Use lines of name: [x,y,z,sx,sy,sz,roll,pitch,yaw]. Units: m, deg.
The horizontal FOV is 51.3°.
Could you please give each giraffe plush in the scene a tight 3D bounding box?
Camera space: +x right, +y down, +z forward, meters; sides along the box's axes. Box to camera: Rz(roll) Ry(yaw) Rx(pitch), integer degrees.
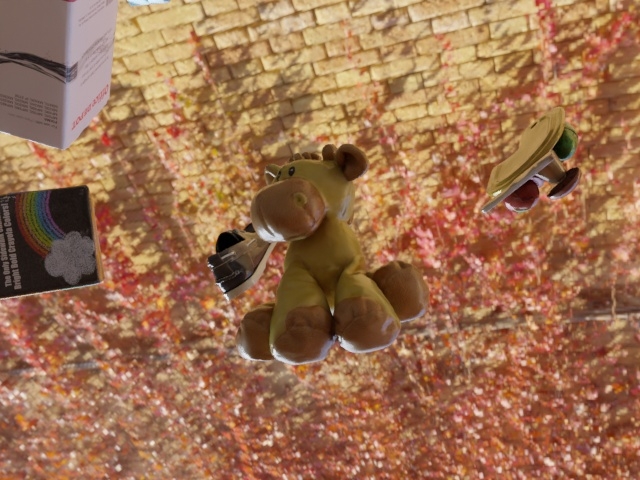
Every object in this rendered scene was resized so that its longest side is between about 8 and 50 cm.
giraffe plush: [0.000,0.000,0.632,0.181,0.170,0.210,-12,-169,16]

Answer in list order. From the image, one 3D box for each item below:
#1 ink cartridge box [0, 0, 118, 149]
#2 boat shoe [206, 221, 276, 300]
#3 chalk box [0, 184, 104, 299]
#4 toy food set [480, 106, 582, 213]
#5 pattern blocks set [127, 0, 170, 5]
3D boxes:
ink cartridge box: [-0.314,-0.255,0.792,0.100,0.237,0.172,15,-146,-5]
boat shoe: [-0.125,0.009,1.068,0.084,0.079,0.233,-35,-166,17]
chalk box: [-0.547,0.011,1.183,0.289,0.180,0.179,-8,180,-16]
toy food set: [0.281,-0.088,0.851,0.128,0.071,0.218,-46,-175,35]
pattern blocks set: [-0.154,-0.305,0.471,0.285,0.325,0.026,-2,-122,32]
